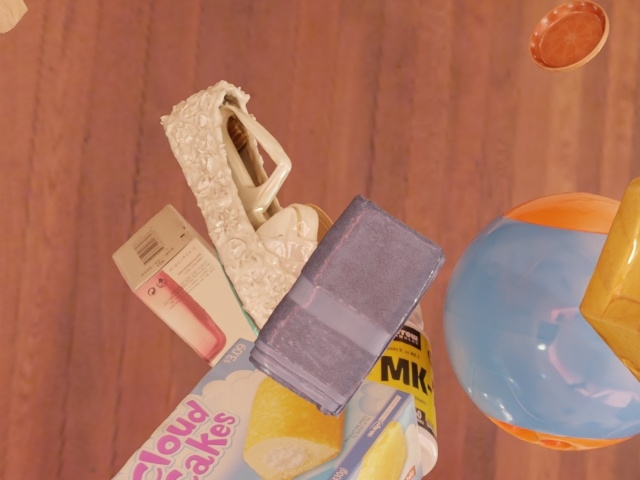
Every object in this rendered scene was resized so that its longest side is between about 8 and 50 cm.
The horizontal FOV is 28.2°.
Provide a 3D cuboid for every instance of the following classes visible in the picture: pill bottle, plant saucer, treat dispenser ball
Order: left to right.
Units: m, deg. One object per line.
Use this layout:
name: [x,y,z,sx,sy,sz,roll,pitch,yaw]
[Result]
pill bottle: [0.069,0.160,1.435,0.119,0.119,0.208,37,37,-34]
plant saucer: [0.247,-0.201,1.261,0.013,0.083,0.083,41,64,-45]
treat dispenser ball: [0.281,0.090,1.425,0.288,0.288,0.288,0,90,-41]

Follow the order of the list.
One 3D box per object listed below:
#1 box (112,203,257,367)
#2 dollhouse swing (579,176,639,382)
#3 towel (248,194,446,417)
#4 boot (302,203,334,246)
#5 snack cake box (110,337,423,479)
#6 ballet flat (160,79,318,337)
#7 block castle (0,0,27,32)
box: [-0.191,0.081,1.980,0.127,0.148,0.232,-42,122,-2]
dollhouse swing: [0.406,0.024,0.823,0.305,0.347,0.315,-50,116,-10]
towel: [0.015,0.037,0.731,0.067,0.029,0.119,35,99,3]
boot: [0.000,0.000,1.996,0.073,0.152,0.197,-22,119,5]
snack cake box: [-0.061,0.195,0.848,0.264,0.152,0.089,-48,142,-39]
ballet flat: [-0.082,-0.041,1.614,0.147,0.147,0.409,-4,56,-41]
block castle: [-0.589,-0.281,1.440,0.453,0.303,0.213,-31,132,-6]
